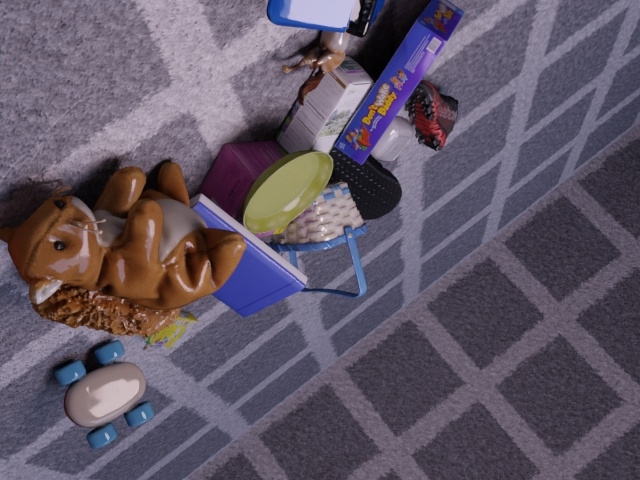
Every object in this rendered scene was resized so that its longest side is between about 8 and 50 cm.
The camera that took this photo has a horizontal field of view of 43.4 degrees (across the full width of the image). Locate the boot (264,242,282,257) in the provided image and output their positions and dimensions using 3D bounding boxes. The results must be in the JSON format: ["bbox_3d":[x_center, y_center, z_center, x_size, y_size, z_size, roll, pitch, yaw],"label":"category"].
[{"bbox_3d":[-0.155,0.072,2.136,0.121,0.099,0.045,-37,157,-9],"label":"boot"}]

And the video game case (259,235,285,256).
[{"bbox_3d":[-0.159,0.007,2.186,0.248,0.035,0.274,-49,158,23],"label":"video game case"}]

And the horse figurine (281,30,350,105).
[{"bbox_3d":[0.019,-0.399,1.602,0.174,0.066,0.263,-21,145,-56],"label":"horse figurine"}]

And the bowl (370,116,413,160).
[{"bbox_3d":[0.190,-0.269,2.202,0.142,0.053,0.142,-50,156,22],"label":"bowl"}]

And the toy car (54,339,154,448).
[{"bbox_3d":[-0.583,0.400,2.104,0.210,0.219,0.238,-28,-175,-30],"label":"toy car"}]

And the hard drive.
[{"bbox_3d":[-0.214,0.043,1.777,0.210,0.040,0.318,-28,125,36],"label":"hard drive"}]

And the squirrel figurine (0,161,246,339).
[{"bbox_3d":[-0.412,0.054,1.524,0.370,0.281,0.397,-8,141,-45],"label":"squirrel figurine"}]

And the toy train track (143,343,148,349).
[{"bbox_3d":[-0.469,0.280,2.240,0.048,0.014,0.083,-9,144,-54],"label":"toy train track"}]

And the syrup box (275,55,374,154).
[{"bbox_3d":[0.007,-0.287,1.779,0.093,0.096,0.237,-18,150,-49],"label":"syrup box"}]

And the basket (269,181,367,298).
[{"bbox_3d":[0.000,0.000,2.024,0.201,0.289,0.254,-17,-166,-42],"label":"basket"}]

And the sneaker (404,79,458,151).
[{"bbox_3d":[0.303,-0.359,2.158,0.135,0.097,0.276,-54,151,-11],"label":"sneaker"}]

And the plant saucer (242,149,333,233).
[{"bbox_3d":[-0.077,-0.113,1.743,0.241,0.037,0.241,-34,158,-16],"label":"plant saucer"}]

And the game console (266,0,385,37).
[{"bbox_3d":[0.047,-0.524,1.394,0.250,0.173,0.293,-64,174,-53],"label":"game console"}]

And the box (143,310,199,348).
[{"bbox_3d":[-0.414,0.239,2.194,0.105,0.043,0.179,-50,161,2],"label":"box"}]

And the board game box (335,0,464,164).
[{"bbox_3d":[0.179,-0.363,1.815,0.347,0.078,0.233,-55,-179,35],"label":"board game box"}]

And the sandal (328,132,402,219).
[{"bbox_3d":[0.097,-0.184,2.131,0.167,0.107,0.446,-23,151,13],"label":"sandal"}]

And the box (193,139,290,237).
[{"bbox_3d":[-0.148,-0.112,1.840,0.243,0.117,0.214,-14,147,-51],"label":"box"}]
